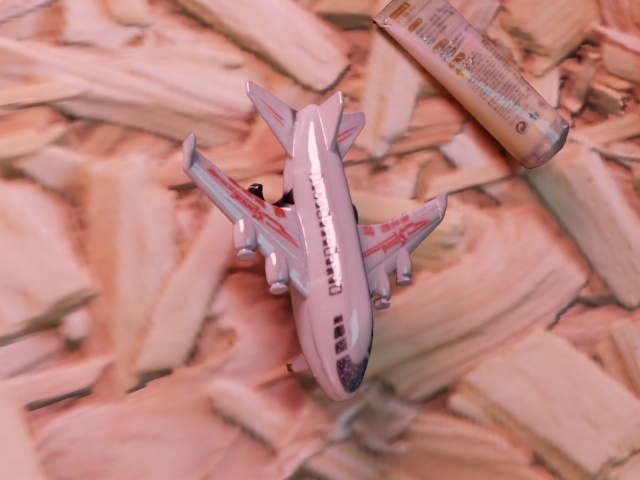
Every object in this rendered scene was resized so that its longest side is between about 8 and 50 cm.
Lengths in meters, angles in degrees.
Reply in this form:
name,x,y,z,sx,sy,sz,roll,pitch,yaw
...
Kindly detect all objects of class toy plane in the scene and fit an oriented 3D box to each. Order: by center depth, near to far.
name,x,y,z,sx,sy,sz,roll,pitch,yaw
toy plane,0.000,0.000,0.574,0.162,0.065,0.171,11,68,-33

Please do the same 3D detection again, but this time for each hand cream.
name,x,y,z,sx,sy,sz,roll,pitch,yaw
hand cream,0.097,-0.103,0.708,0.143,0.039,0.061,45,59,-1
